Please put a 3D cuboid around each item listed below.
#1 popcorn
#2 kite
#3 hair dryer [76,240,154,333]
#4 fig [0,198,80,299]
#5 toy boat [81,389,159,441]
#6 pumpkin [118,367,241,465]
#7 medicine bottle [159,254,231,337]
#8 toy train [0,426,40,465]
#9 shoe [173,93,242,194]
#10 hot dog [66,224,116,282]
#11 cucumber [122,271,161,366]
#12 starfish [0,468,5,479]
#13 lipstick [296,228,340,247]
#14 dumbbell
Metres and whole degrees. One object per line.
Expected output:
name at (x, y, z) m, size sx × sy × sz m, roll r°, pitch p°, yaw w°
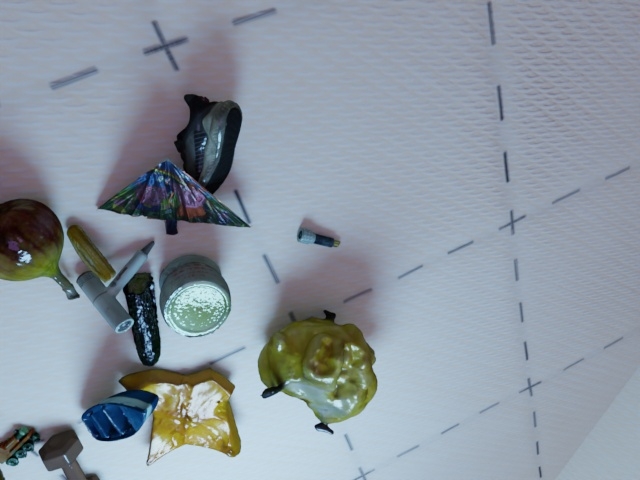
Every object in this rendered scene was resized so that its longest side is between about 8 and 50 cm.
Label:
popcorn at (-0.005, 0.307, 1.029) m, size 0.297 × 0.281 × 0.316 m, roll 7°, pitch 147°, yaw 17°
kite at (-0.293, -0.082, 0.824) m, size 0.321 × 0.016 × 0.234 m, roll 5°, pitch 141°, yaw -12°
hair dryer at (-0.401, 0.080, 0.867) m, size 0.183 × 0.155 × 0.044 m, roll -44°, pitch 162°, yaw -12°
fig at (-0.562, 0.037, 0.776) m, size 0.143 × 0.160 × 0.230 m, roll -35°, pitch 134°, yaw -53°
toy boat at (-0.445, 0.389, 0.917) m, size 0.299 × 0.062 × 0.096 m, roll -28°, pitch 95°, yaw 37°
pumpkin at (-0.344, 0.439, 1.041) m, size 0.258 × 0.095 × 0.290 m, roll -6°, pitch 110°, yaw -10°
medicine bottle at (-0.278, 0.118, 0.901) m, size 0.147 × 0.143 × 0.147 m, roll -9°, pitch 115°, yaw -20°
toy train at (-0.721, 0.487, 0.970) m, size 0.103 × 0.044 × 0.064 m, roll -43°, pitch 107°, yaw 3°
shoe at (-0.237, -0.190, 0.822) m, size 0.112 × 0.099 × 0.227 m, roll 32°, pitch 123°, yaw 4°
hot dog at (-0.474, 0.028, 0.841) m, size 0.044 × 0.028 × 0.137 m, roll -39°, pitch 93°, yaw 5°
cucumber at (-0.403, 0.197, 0.937) m, size 0.067 × 0.067 × 0.245 m, roll -5°, pitch 112°, yaw -16°
starfish at (-0.804, 0.551, 0.943) m, size 0.146 × 0.074 × 0.190 m, roll -23°, pitch 116°, yaw 4°
lipstick at (0.000, 0.000, 1.005) m, size 0.116 × 0.037 × 0.037 m, roll 15°, pitch 106°, yaw -27°
dumbbell at (-0.615, 0.580, 1.018) m, size 0.092 × 0.082 × 0.231 m, roll -13°, pitch 115°, yaw -14°
